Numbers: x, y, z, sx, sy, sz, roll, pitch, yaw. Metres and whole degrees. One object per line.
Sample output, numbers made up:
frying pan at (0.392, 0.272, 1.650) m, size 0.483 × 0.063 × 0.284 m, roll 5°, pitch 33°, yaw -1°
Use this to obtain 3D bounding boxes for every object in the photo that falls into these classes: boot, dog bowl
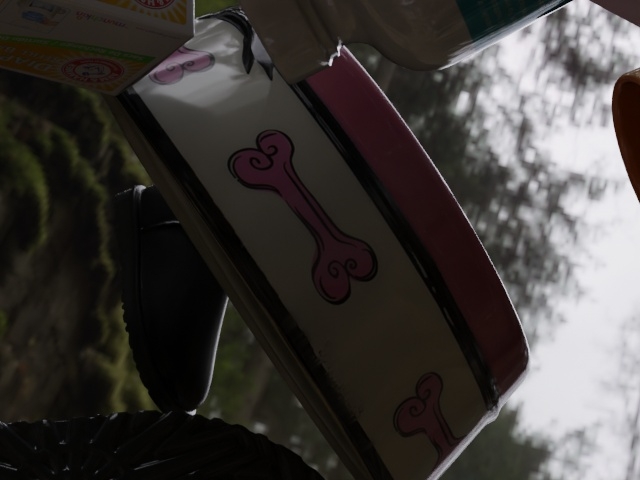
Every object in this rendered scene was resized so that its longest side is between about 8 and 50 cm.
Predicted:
boot at (-0.075, 0.024, 1.543) m, size 0.207 × 0.246 × 0.094 m, roll -20°, pitch -29°, yaw 16°
dog bowl at (0.000, 0.000, 1.239) m, size 0.150 × 0.408 × 0.408 m, roll -34°, pitch -55°, yaw -6°
boot at (-0.164, 0.280, 1.308) m, size 0.367 × 0.146 × 0.445 m, roll 8°, pitch -30°, yaw 3°

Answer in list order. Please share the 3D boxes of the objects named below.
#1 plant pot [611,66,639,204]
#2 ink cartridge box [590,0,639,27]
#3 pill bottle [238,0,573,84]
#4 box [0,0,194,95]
plant pot at (0.351, -0.070, 1.275) m, size 0.188 × 0.205 × 0.205 m, roll -25°, pitch -51°, yaw -5°
ink cartridge box at (0.248, -0.267, 1.051) m, size 0.100 × 0.237 × 0.172 m, roll 39°, pitch -13°, yaw 36°
pill bottle at (0.080, -0.172, 0.759) m, size 0.264 × 0.146 × 0.146 m, roll -28°, pitch -56°, yaw 4°
box at (-0.186, -0.175, 1.020) m, size 0.203 × 0.114 × 0.103 m, roll 11°, pitch -24°, yaw -33°
